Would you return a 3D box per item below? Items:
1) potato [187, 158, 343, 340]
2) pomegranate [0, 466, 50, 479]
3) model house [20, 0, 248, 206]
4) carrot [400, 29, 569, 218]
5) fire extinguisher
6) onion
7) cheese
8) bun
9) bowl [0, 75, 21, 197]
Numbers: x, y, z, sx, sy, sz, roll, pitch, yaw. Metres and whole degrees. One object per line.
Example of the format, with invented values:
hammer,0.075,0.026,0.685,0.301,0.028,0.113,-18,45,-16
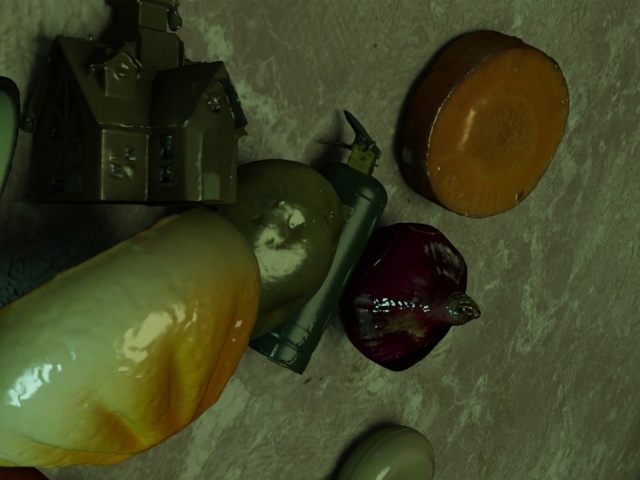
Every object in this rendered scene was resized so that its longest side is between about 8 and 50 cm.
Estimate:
potato,-0.078,0.017,1.001,0.235,0.160,0.178,-43,116,-15
pomegranate,-0.316,0.269,0.791,0.209,0.209,0.209,-25,125,-42
model house,-0.150,-0.156,0.844,0.181,0.176,0.248,-2,92,-49
carrot,0.234,-0.164,1.329,0.307,0.100,0.258,-27,123,-38
fire extinguisher,0.000,0.000,1.132,0.311,0.115,0.095,-62,-174,-6
onion,0.118,0.069,1.208,0.140,0.218,0.195,43,78,-22
cheese,0.061,0.379,1.397,0.286,0.082,0.163,-18,119,-42
bun,-0.176,0.103,0.795,0.299,0.299,0.164,-29,90,-39
bowl,-0.353,0.015,0.584,0.185,0.354,0.353,26,86,-9
